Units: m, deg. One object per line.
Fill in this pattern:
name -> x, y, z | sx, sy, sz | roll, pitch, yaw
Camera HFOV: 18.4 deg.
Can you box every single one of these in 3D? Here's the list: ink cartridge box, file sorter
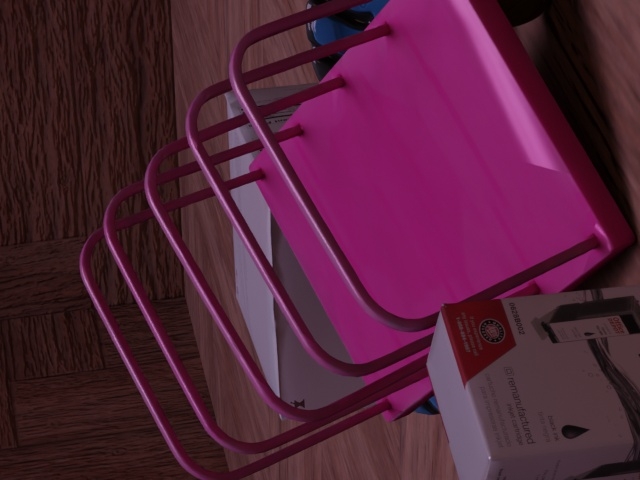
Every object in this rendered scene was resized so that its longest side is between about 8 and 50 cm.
ink cartridge box -> 0.132, 0.078, 0.993 | 0.056, 0.135, 0.099 | 99, 161, -50
file sorter -> 0.000, 0.000, 1.179 | 0.202, 0.182, 0.290 | 61, 147, 11

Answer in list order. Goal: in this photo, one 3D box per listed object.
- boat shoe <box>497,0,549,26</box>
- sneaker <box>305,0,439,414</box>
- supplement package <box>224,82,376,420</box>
boat shoe -> 0.106, -0.198, 1.147 | 0.170, 0.063, 0.059 | 94, 159, -52
sneaker -> 0.079, -0.046, 1.367 | 0.139, 0.125, 0.340 | -52, -42, -64
supplement package -> 0.016, 0.001, 1.558 | 0.203, 0.149, 0.194 | -115, 20, -61
